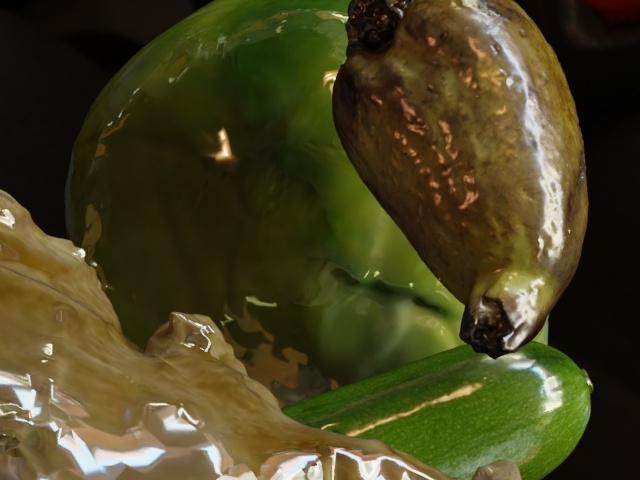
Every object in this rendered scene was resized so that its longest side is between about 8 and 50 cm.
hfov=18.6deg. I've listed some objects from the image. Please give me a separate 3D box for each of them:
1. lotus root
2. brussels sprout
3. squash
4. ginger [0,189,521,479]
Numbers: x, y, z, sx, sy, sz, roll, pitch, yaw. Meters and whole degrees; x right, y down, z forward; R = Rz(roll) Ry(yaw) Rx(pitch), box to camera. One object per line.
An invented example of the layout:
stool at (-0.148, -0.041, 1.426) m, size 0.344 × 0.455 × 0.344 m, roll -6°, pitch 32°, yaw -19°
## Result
lotus root at (0.068, -0.028, 0.858) m, size 0.108 × 0.094 × 0.190 m, roll -49°, pitch 50°, yaw 41°
brussels sprout at (0.000, 0.000, 1.250) m, size 0.344 × 0.268 × 0.344 m, roll 5°, pitch 103°, yaw 20°
squash at (-0.026, 0.142, 1.060) m, size 0.379 × 0.101 × 0.101 m, roll -21°, pitch 71°, yaw -13°
ginger at (-0.080, 0.080, 0.574) m, size 0.270 × 0.123 × 0.218 m, roll -1°, pitch 61°, yaw -27°
